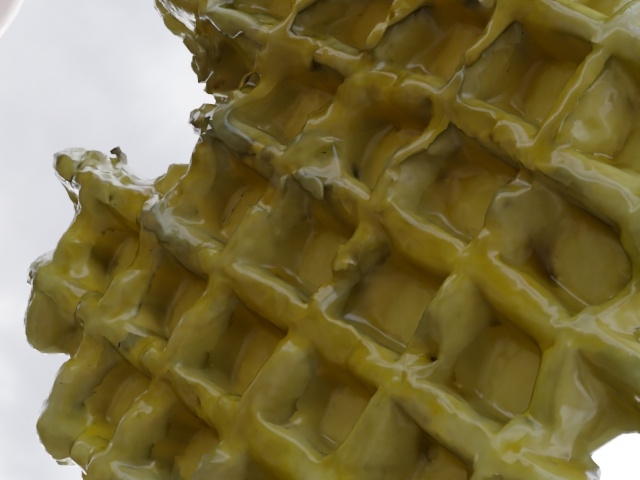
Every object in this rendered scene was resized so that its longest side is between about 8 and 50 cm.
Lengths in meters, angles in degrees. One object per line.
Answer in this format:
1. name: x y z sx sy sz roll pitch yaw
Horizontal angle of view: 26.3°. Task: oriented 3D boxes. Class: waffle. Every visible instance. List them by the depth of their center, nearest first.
1. waffle: 0.001 0.001 0.438 0.261 0.056 0.250 -18 -118 27

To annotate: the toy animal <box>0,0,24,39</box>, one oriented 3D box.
1. toy animal: -0.226 -0.127 0.509 0.154 0.250 0.166 53 -54 40
